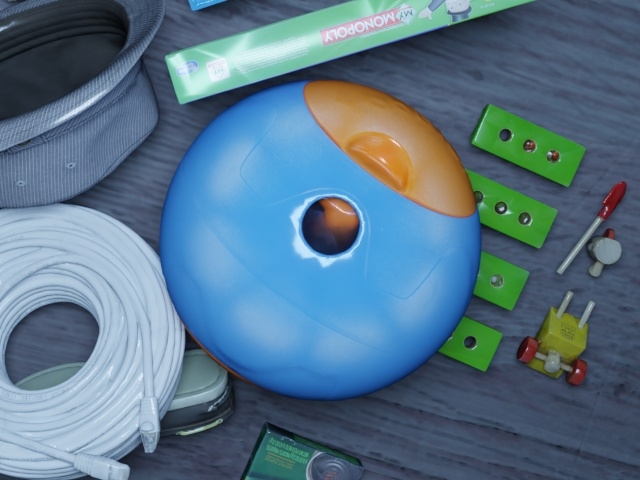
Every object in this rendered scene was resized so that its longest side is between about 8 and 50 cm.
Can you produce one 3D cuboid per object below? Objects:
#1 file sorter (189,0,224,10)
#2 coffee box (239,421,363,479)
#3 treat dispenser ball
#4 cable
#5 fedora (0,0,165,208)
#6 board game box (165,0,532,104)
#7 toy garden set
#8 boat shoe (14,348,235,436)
[{"bbox_3d":[-0.058,-0.295,1.202,0.170,0.104,0.118,-19,99,-3],"label":"file sorter"},{"bbox_3d":[-0.041,0.291,1.312,0.113,0.040,0.184,24,94,-8],"label":"coffee box"},{"bbox_3d":[0.000,0.000,1.153,0.288,0.288,0.288,-1,97,-6],"label":"treat dispenser ball"},{"bbox_3d":[-0.251,0.094,1.196,0.257,0.089,0.257,6,70,8],"label":"cable"},{"bbox_3d":[-0.245,-0.122,1.172,0.275,0.243,0.124,-27,129,-5],"label":"fedora"},{"bbox_3d":[0.019,-0.190,1.169,0.317,0.213,0.046,-16,99,-3],"label":"board game box"},{"bbox_3d":[0.206,0.015,1.300,0.204,0.049,0.244,24,94,-6],"label":"toy garden set"},{"bbox_3d":[-0.197,0.164,1.261,0.228,0.081,0.068,-7,135,5],"label":"boat shoe"}]
